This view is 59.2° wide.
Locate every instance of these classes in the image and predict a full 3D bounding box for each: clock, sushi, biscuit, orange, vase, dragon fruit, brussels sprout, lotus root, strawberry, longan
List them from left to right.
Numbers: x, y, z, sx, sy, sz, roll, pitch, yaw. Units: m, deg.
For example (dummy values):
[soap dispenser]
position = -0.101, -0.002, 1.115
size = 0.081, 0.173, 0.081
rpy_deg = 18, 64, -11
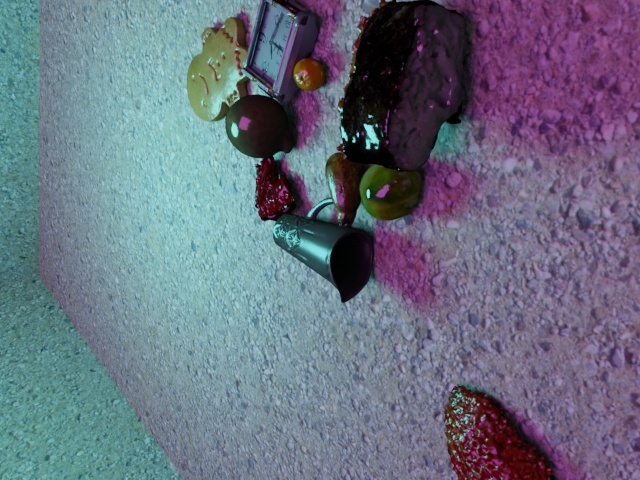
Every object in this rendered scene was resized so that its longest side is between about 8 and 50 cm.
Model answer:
[biscuit]
position = -0.317, -0.512, 1.731
size = 0.355, 0.052, 0.275
rpy_deg = -27, 81, 46
[longan]
position = -0.163, -0.309, 1.557
size = 0.204, 0.159, 0.185
rpy_deg = 32, 139, -9
[dragon fruit]
position = -0.145, -0.152, 1.612
size = 0.122, 0.092, 0.192
rpy_deg = -13, 85, 61
[clock]
position = -0.109, -0.517, 1.491
size = 0.186, 0.083, 0.253
rpy_deg = 43, 129, 28
[orange]
position = -0.028, -0.424, 1.437
size = 0.083, 0.070, 0.083
rpy_deg = 12, 122, 20
[vase]
position = 0.000, 0.000, 1.497
size = 0.301, 0.156, 0.251
rpy_deg = 23, 101, 46
[lotus root]
position = 0.064, -0.129, 1.381
size = 0.094, 0.108, 0.190
rpy_deg = -27, 59, 43
[brussels sprout]
position = 0.152, -0.119, 1.308
size = 0.149, 0.122, 0.151
rpy_deg = 17, 114, 39
[sushi]
position = 0.172, -0.311, 1.160
size = 0.207, 0.234, 0.348
rpy_deg = 20, 93, 45
[strawberry]
position = 0.356, 0.494, 1.269
size = 0.306, 0.138, 0.233
rpy_deg = 49, 133, 22
